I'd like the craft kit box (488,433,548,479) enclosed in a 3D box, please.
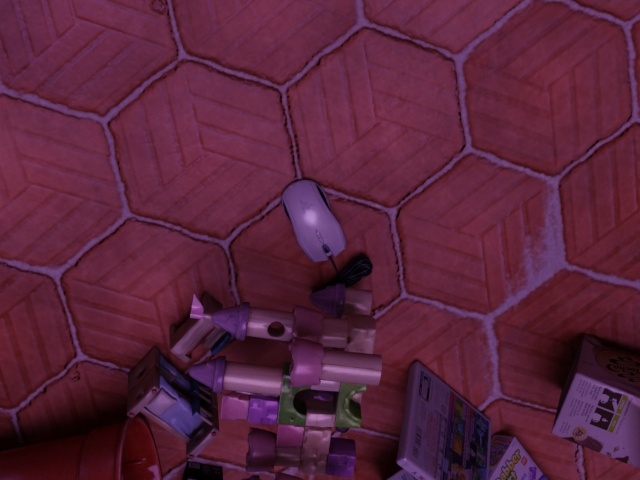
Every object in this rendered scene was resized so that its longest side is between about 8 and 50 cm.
[{"bbox_3d":[0.307,0.494,1.878,0.247,0.061,0.250,50,59,-22],"label":"craft kit box"}]

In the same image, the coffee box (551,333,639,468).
[{"bbox_3d":[0.525,0.274,1.767,0.297,0.168,0.119,21,112,11],"label":"coffee box"}]

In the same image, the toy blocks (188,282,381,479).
[{"bbox_3d":[-0.065,0.210,1.651,0.260,0.309,0.289,6,113,-3],"label":"toy blocks"}]

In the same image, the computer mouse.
[{"bbox_3d":[0.000,0.000,1.700,0.106,0.042,0.193,-26,115,5],"label":"computer mouse"}]

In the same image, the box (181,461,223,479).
[{"bbox_3d":[-0.197,0.411,1.850,0.062,0.052,0.083,12,110,-12],"label":"box"}]

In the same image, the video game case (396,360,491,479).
[{"bbox_3d":[0.197,0.314,1.786,0.183,0.201,0.023,40,126,-21],"label":"video game case"}]

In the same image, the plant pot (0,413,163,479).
[{"bbox_3d":[-0.393,0.414,1.725,0.265,0.272,0.273,-8,115,4],"label":"plant pot"}]

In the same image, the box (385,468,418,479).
[{"bbox_3d":[0.156,0.398,1.841,0.126,0.137,0.072,-36,76,9],"label":"box"}]

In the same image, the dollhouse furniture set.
[{"bbox_3d":[-0.184,0.204,1.718,0.129,0.129,0.184,39,104,-21],"label":"dollhouse furniture set"}]
